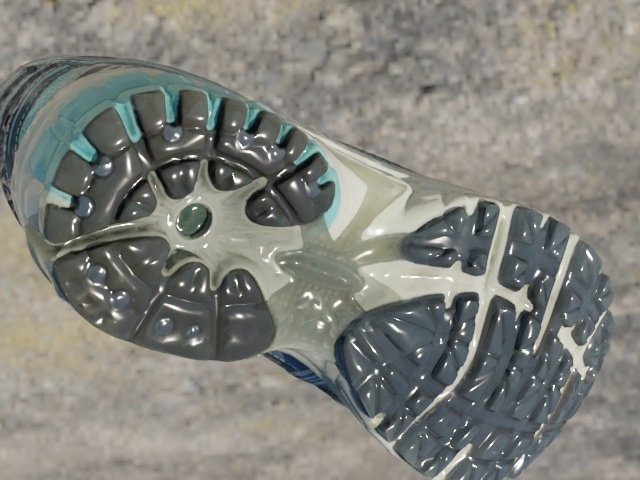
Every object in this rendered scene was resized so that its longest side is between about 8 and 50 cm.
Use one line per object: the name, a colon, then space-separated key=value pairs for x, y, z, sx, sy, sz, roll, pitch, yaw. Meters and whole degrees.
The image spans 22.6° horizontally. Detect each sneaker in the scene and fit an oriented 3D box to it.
sneaker: x=0.000 y=0.000 z=0.604 sx=0.283 sy=0.110 sz=0.122 roll=30 pitch=-175 yaw=-38
